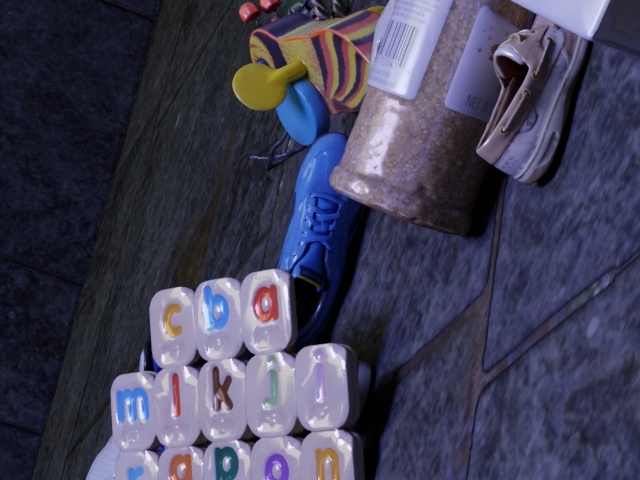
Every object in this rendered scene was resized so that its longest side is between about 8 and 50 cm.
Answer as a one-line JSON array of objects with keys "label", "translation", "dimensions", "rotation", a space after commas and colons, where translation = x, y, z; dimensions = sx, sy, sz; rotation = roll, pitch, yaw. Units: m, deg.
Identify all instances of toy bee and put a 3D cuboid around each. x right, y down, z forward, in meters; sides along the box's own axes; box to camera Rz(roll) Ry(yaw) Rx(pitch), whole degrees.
[{"label": "toy bee", "translation": [-0.022, -0.175, 1.766], "dimensions": [0.298, 0.162, 0.195], "rotation": [-25, 4, 41]}]

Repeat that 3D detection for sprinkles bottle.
[{"label": "sprinkles bottle", "translation": [0.120, -0.187, 1.387], "dimensions": [0.121, 0.121, 0.355], "rotation": [-141, 71, -75]}]

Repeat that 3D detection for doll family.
[{"label": "doll family", "translation": [-0.020, -0.228, 2.070], "dimensions": [0.111, 0.076, 0.193], "rotation": [-42, 20, 22]}]

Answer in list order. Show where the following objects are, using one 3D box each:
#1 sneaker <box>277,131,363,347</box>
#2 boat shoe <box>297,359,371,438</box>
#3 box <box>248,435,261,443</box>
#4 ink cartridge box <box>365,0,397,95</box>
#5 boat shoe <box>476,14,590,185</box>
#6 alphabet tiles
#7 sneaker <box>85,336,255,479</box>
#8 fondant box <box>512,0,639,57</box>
[{"label": "sneaker", "translation": [0.000, 0.000, 1.685], "dimensions": [0.082, 0.069, 0.209], "rotation": [-164, 89, -84]}, {"label": "boat shoe", "translation": [-0.022, 0.190, 1.526], "dimensions": [0.075, 0.065, 0.206], "rotation": [-133, 63, -75]}, {"label": "box", "translation": [-0.080, 0.230, 1.630], "dimensions": [0.159, 0.044, 0.233], "rotation": [-39, -27, -75]}, {"label": "ink cartridge box", "translation": [0.111, -0.200, 1.559], "dimensions": [0.198, 0.067, 0.115], "rotation": [129, 157, -49]}, {"label": "boat shoe", "translation": [0.155, -0.126, 1.302], "dimensions": [0.063, 0.059, 0.170], "rotation": [137, 152, -64]}, {"label": "alphabet tiles", "translation": [-0.075, 0.171, 1.512], "dimensions": [0.284, 0.021, 0.278], "rotation": [-12, 80, 41]}, {"label": "sneaker", "translation": [-0.145, 0.174, 1.674], "dimensions": [0.315, 0.127, 0.182], "rotation": [-63, -9, -11]}, {"label": "fondant box", "translation": [0.162, -0.282, 1.184], "dimensions": [0.330, 0.096, 0.238], "rotation": [39, 111, 50]}]
